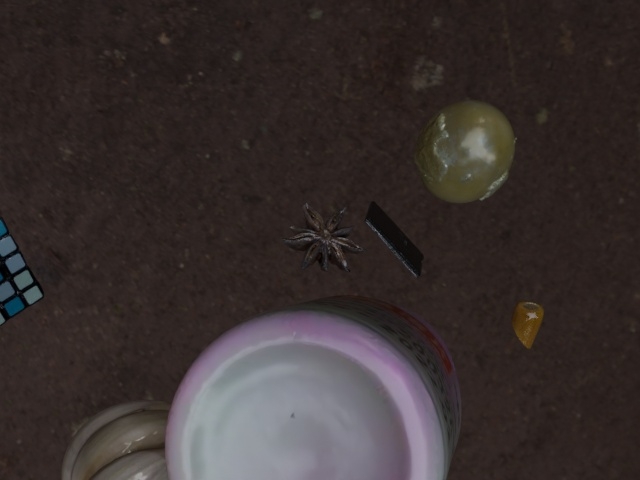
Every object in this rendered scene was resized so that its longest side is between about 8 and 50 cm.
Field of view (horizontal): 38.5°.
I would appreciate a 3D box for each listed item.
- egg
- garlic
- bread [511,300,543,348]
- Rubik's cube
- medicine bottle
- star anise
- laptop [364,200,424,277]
[{"bbox_3d":[0.234,-0.144,1.513,0.164,0.164,0.201,-26,161,-24],"label":"egg"},{"bbox_3d":[-0.206,0.273,1.080,0.203,0.281,0.184,-37,84,-18],"label":"garlic"},{"bbox_3d":[0.429,0.178,1.928,0.062,0.049,0.103,12,123,0],"label":"bread"},{"bbox_3d":[-0.586,0.042,1.457,0.187,0.182,0.184,-37,133,-24],"label":"Rubik's cube"},{"bbox_3d":[0.022,0.161,0.851,0.219,0.219,0.388,-65,168,4],"label":"medicine bottle"},{"bbox_3d":[0.000,0.000,2.085,0.182,0.195,0.065,-14,160,-24],"label":"star anise"},{"bbox_3d":[0.168,-0.004,2.057,0.016,0.129,0.180,-40,100,21],"label":"laptop"}]
